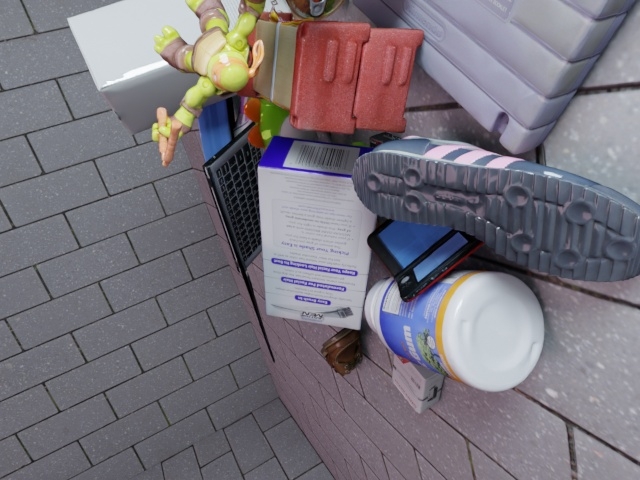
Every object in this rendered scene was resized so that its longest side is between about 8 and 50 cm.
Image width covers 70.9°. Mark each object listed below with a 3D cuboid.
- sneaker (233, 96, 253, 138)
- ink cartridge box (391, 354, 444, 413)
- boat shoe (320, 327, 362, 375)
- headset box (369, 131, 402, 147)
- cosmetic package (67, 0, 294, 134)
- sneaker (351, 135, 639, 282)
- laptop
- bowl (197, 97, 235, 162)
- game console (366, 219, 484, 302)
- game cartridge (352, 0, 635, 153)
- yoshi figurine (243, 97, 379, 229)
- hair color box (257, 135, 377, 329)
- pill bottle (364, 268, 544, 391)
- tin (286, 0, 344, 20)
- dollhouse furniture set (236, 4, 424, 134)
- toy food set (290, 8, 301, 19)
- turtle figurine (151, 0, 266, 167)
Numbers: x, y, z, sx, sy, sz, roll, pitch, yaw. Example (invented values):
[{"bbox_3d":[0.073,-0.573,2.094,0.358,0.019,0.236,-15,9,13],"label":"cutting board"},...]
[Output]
[{"bbox_3d":[-0.164,-0.353,1.135,0.282,0.102,0.160,-7,95,67],"label":"sneaker"},{"bbox_3d":[0.200,0.276,0.931,0.099,0.056,0.135,49,153,42],"label":"ink cartridge box"},{"bbox_3d":[0.074,0.307,1.244,0.104,0.111,0.307,56,168,17],"label":"boat shoe"},{"bbox_3d":[0.112,-0.135,0.731,0.062,0.032,0.083,38,146,52],"label":"headset box"},{"bbox_3d":[-0.248,-0.367,0.872,0.155,0.366,0.197,65,167,6],"label":"cosmetic package"},{"bbox_3d":[0.199,-0.060,0.506,0.319,0.131,0.112,24,131,30],"label":"sneaker"},{"bbox_3d":[-0.095,-0.021,0.996,0.236,0.408,0.381,28,149,20],"label":"laptop"},{"bbox_3d":[-0.288,-0.359,1.269,0.391,0.077,0.390,174,90,-84],"label":"bowl"},{"bbox_3d":[0.140,-0.004,0.613,0.085,0.144,0.124,47,-167,-5],"label":"game console"},{"bbox_3d":[0.140,-0.286,0.454,0.355,0.068,0.230,56,154,26],"label":"game cartridge"},{"bbox_3d":[0.003,-0.173,0.845,0.362,0.204,0.203,62,-154,-30],"label":"yoshi figurine"},{"bbox_3d":[0.000,0.000,0.779,0.110,0.185,0.338,-75,-9,-50],"label":"hair color box"},{"bbox_3d":[0.174,0.117,0.675,0.152,0.152,0.272,68,160,-5],"label":"pill bottle"},{"bbox_3d":[-0.002,-0.401,0.619,0.189,0.106,0.040,100,149,-56],"label":"tin"},{"bbox_3d":[0.015,-0.322,0.499,0.201,0.152,0.373,45,134,48],"label":"dollhouse furniture set"},{"bbox_3d":[-0.030,-0.407,0.809,0.082,0.020,0.083,39,147,53],"label":"toy food set"},{"bbox_3d":[-0.115,-0.224,0.511,0.269,0.087,0.217,-56,41,21],"label":"turtle figurine"}]
